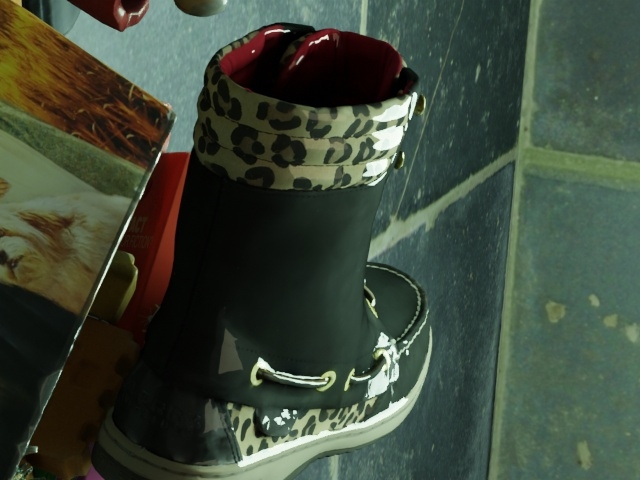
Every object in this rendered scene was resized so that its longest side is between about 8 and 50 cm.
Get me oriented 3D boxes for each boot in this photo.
[{"bbox_3d":[0.000,0.000,1.156,0.377,0.138,0.284,-22,132,-56],"label":"boot"}]

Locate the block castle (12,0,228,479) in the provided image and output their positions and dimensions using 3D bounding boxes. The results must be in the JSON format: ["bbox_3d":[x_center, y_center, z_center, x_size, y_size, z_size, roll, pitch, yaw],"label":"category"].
[{"bbox_3d":[-0.223,0.020,1.038,0.303,0.212,0.453,100,13,-59],"label":"block castle"}]

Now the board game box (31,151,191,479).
[{"bbox_3d":[-0.162,0.091,1.319,0.242,0.064,0.317,2,-106,65],"label":"board game box"}]

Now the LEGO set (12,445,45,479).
[{"bbox_3d":[-0.181,0.145,0.953,0.083,0.023,0.054,-57,158,4],"label":"LEGO set"}]

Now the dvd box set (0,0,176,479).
[{"bbox_3d":[-0.296,-0.048,0.777,0.420,0.062,0.308,35,58,-21],"label":"dvd box set"}]

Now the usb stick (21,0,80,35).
[{"bbox_3d":[-0.201,-0.262,1.253,0.278,0.045,0.077,97,15,-49],"label":"usb stick"}]
